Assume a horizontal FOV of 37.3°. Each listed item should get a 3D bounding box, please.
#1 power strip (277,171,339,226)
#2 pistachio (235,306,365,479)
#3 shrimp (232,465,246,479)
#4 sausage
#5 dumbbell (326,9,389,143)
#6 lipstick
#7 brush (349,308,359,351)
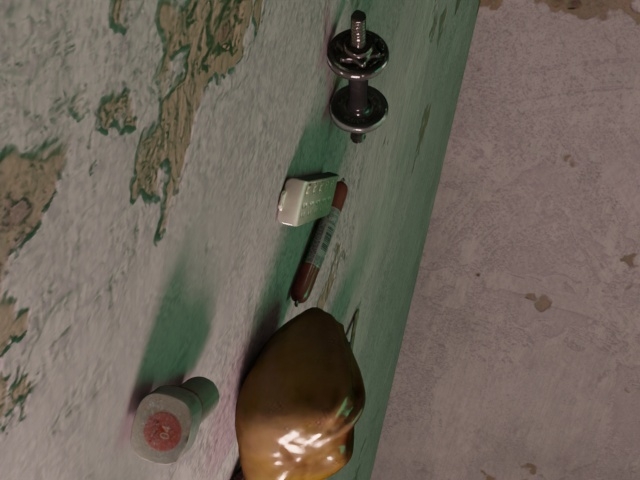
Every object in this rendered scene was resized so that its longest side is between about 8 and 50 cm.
[{"bbox_3d":[-0.011,-0.059,1.284,0.253,0.027,0.060,-26,131,-75],"label":"power strip"},{"bbox_3d":[-0.034,0.208,1.258,0.213,0.163,0.260,-38,-157,18],"label":"pistachio"},{"bbox_3d":[-0.100,0.366,1.345,0.073,0.075,0.190,42,48,-42],"label":"shrimp"},{"bbox_3d":[0.000,0.000,1.416,0.029,0.029,0.223,83,25,-64],"label":"sausage"},{"bbox_3d":[0.050,-0.206,1.235,0.254,0.082,0.081,86,22,-62],"label":"dumbbell"},{"bbox_3d":[-0.133,0.164,0.932,0.186,0.057,0.063,-16,121,-84],"label":"lipstick"},{"bbox_3d":[0.063,0.217,2.064,0.178,0.030,0.033,-78,168,-49],"label":"brush"}]
